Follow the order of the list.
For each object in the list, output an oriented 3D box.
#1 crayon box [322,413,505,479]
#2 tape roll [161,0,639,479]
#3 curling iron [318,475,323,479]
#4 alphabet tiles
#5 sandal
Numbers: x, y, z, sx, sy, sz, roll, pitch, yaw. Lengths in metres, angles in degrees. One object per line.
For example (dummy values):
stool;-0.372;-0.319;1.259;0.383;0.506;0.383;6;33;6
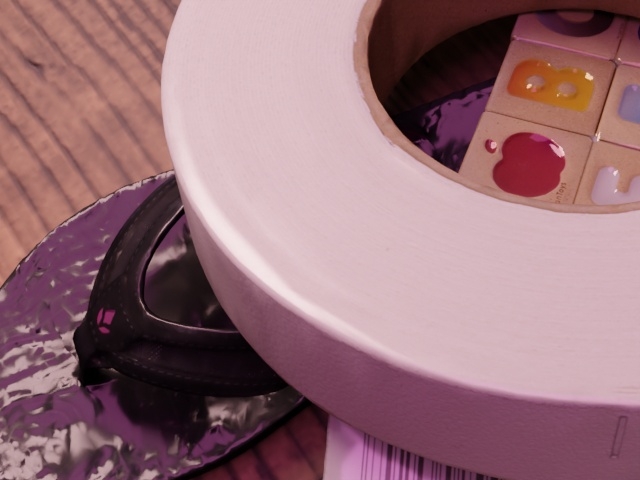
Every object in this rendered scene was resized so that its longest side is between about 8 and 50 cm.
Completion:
crayon box;0.095;0.228;0.544;0.203;0.083;0.322;2;71;12
tape roll;0.121;-0.069;0.593;0.392;0.072;0.392;-3;51;4
curling iron;-0.028;0.174;0.641;0.035;0.068;0.274;35;75;21
alphabet tiles;0.252;-0.041;0.623;0.343;0.011;0.285;15;55;13
sandal;0.000;-0.003;0.666;0.446;0.107;0.167;-23;68;1
